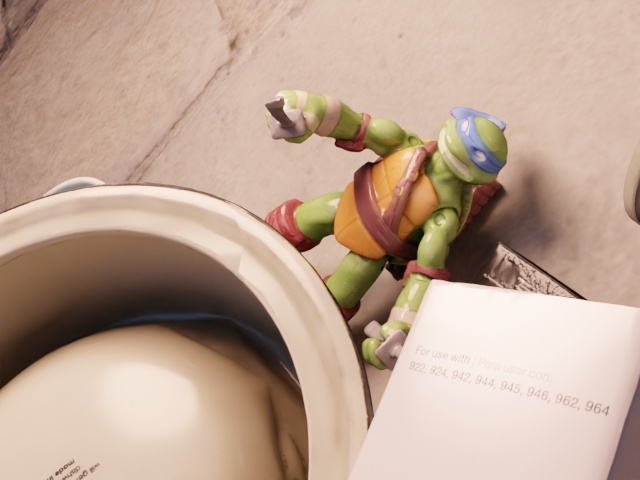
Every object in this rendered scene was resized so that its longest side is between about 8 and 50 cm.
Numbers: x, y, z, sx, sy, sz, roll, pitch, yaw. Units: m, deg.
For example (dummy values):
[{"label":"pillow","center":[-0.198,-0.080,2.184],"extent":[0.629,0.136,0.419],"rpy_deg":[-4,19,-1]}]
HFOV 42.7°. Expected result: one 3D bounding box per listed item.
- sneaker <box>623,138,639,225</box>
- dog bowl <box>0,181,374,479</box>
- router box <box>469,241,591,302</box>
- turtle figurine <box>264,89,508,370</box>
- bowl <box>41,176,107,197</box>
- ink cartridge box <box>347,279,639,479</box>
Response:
[{"label":"sneaker","center":[0.286,-0.072,0.470],"extent":[0.222,0.083,0.118],"rpy_deg":[-49,44,14]},{"label":"dog bowl","center":[-0.148,0.170,0.525],"extent":[0.407,0.150,0.408],"rpy_deg":[-9,57,13]},{"label":"router box","center":[0.150,0.100,0.549],"extent":[0.133,0.046,0.179],"rpy_deg":[-57,42,8]},{"label":"turtle figurine","center":[0.000,0.000,0.615],"extent":[0.266,0.198,0.275],"rpy_deg":[-40,13,44]},{"label":"bowl","center":[-0.228,0.109,0.841],"extent":[0.311,0.163,0.312],"rpy_deg":[-22,55,36]},{"label":"ink cartridge box","center":[0.091,0.182,0.349],"extent":[0.114,0.198,0.273],"rpy_deg":[6,64,48]}]
